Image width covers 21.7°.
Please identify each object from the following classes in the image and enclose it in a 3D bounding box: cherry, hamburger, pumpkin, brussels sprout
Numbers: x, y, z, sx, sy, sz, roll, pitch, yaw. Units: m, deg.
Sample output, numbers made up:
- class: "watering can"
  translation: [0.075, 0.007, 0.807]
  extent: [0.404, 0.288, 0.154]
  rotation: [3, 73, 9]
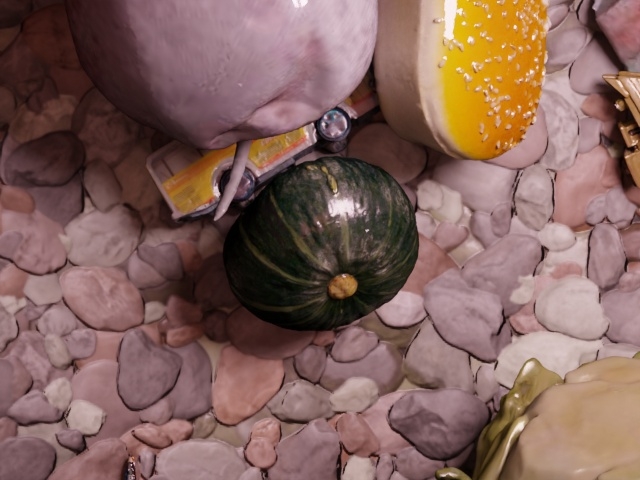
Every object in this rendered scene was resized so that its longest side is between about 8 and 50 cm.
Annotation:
- class: "cherry"
  translation: [-0.100, -0.251, 1.650]
  extent: [0.326, 0.335, 0.291]
  rotation: [25, 50, 18]
- class: "hamburger"
  translation: [0.152, -0.233, 1.743]
  extent: [0.151, 0.227, 0.295]
  rotation: [8, 99, 27]
- class: "pumpkin"
  translation: [0.000, 0.003, 1.767]
  extent: [0.212, 0.152, 0.211]
  rotation: [-16, 132, -18]
- class: "brussels sprout"
  translation: [0.328, 0.330, 1.767]
  extent: [0.425, 0.342, 0.361]
  rotation: [-16, 124, -1]

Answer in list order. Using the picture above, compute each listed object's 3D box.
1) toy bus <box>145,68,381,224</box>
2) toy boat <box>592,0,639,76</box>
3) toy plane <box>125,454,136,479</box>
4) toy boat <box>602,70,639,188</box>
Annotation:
- class: "toy bus"
  translation: [-0.057, -0.113, 1.801]
  extent: [0.268, 0.092, 0.106]
  rotation: [-31, 88, -2]
- class: "toy boat"
  translation: [0.453, -0.240, 1.857]
  extent: [0.282, 0.096, 0.206]
  rotation: [26, 104, -21]
- class: "toy plane"
  translation: [-0.208, 0.333, 1.834]
  extent: [0.135, 0.062, 0.188]
  rotation: [0, 95, -5]
- class: "toy boat"
  translation: [0.369, -0.098, 1.859]
  extent: [0.072, 0.064, 0.206]
  rotation: [-26, 102, 15]
